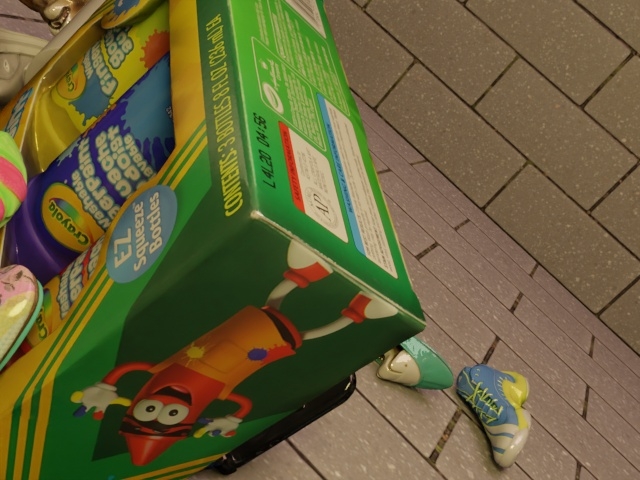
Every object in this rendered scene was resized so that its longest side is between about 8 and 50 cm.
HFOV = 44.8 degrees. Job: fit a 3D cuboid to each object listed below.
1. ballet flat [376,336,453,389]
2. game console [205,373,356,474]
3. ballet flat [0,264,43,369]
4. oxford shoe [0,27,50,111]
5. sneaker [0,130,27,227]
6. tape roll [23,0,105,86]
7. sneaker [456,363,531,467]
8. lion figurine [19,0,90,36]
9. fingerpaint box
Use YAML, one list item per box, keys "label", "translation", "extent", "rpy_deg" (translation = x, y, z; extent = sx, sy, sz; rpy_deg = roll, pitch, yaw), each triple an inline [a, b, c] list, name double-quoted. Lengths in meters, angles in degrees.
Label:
- label: "ballet flat"
  translation: [0.095, 0.167, 1.211]
  extent: [0.247, 0.083, 0.087]
  rpy_deg: [42, 45, 3]
- label: "game console"
  translation: [-0.145, 0.084, 0.827]
  extent: [0.293, 0.250, 0.173]
  rpy_deg: [58, 0, 37]
- label: "ballet flat"
  translation: [-0.273, 0.093, 0.495]
  extent: [0.079, 0.221, 0.077]
  rpy_deg: [33, 19, -43]
- label: "oxford shoe"
  translation: [-0.434, -0.211, 0.984]
  extent: [0.169, 0.130, 0.449]
  rpy_deg: [7, 12, -4]
- label: "sneaker"
  translation: [-0.399, 0.046, 0.467]
  extent: [0.185, 0.202, 0.483]
  rpy_deg: [56, 39, 2]
- label: "tape roll"
  translation: [-0.222, -0.191, 0.986]
  extent: [0.246, 0.246, 0.169]
  rpy_deg: [36, 54, -14]
- label: "sneaker"
  translation: [0.279, 0.283, 1.294]
  extent: [0.126, 0.091, 0.240]
  rpy_deg: [24, 20, 7]
- label: "lion figurine"
  translation: [-0.480, -0.382, 1.098]
  extent: [0.392, 0.142, 0.240]
  rpy_deg: [13, -17, 31]
- label: "fingerpaint box"
  translation: [-0.152, -0.035, 0.654]
  extent: [0.163, 0.371, 0.444]
  rpy_deg: [35, 30, -37]
